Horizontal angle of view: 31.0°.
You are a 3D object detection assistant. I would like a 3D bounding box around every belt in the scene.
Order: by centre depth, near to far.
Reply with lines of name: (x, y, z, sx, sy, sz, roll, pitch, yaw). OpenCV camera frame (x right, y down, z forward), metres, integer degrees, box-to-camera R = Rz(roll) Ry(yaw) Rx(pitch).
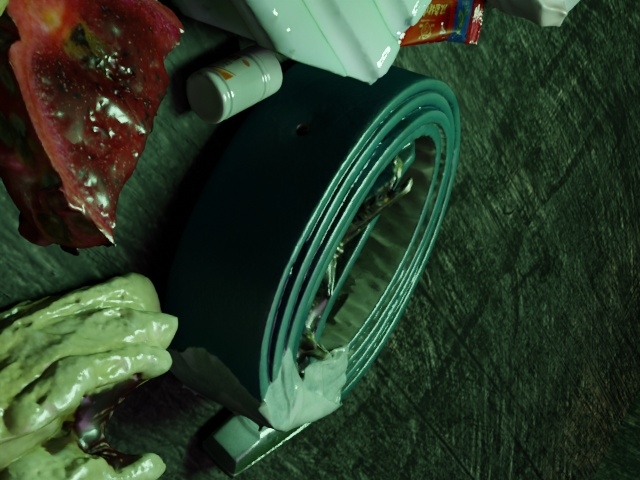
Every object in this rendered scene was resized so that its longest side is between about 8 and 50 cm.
belt: (0.001, -0.001, 1.288, 0.436, 0.173, 0.300, -58, 149, -12)

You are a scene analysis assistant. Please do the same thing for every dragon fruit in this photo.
dragon fruit: (-0.234, -0.133, 0.935, 0.211, 0.134, 0.262, 54, 34, -35)

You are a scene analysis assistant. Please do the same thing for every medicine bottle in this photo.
medicine bottle: (-0.088, -0.159, 1.171, 0.089, 0.057, 0.057, -33, 135, -39)

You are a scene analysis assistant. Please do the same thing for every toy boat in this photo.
toy boat: (-0.040, 0.206, 1.450, 0.260, 0.078, 0.085, -35, 159, -37)

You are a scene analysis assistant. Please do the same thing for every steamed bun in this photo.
steamed bun: (-0.273, 0.215, 1.033, 0.428, 0.189, 0.247, -25, 136, -46)

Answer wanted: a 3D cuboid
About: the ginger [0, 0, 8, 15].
ginger: (-0.238, -0.263, 0.784, 0.123, 0.219, 0.270, -41, -170, 42)

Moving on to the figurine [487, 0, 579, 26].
figurine: (0.309, -0.407, 1.504, 0.200, 0.133, 0.275, 28, 81, -50)

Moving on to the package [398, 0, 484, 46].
package: (0.151, -0.287, 1.464, 0.200, 0.022, 0.083, -14, 120, -49)

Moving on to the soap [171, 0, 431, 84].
soap: (-0.045, -0.328, 1.037, 0.261, 0.156, 0.446, -57, 146, -13)
